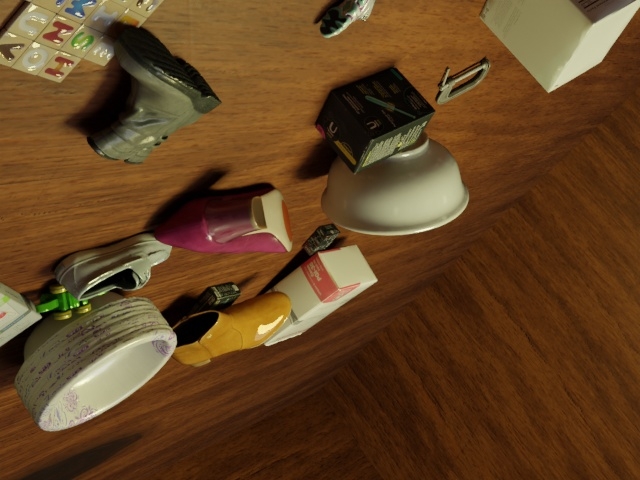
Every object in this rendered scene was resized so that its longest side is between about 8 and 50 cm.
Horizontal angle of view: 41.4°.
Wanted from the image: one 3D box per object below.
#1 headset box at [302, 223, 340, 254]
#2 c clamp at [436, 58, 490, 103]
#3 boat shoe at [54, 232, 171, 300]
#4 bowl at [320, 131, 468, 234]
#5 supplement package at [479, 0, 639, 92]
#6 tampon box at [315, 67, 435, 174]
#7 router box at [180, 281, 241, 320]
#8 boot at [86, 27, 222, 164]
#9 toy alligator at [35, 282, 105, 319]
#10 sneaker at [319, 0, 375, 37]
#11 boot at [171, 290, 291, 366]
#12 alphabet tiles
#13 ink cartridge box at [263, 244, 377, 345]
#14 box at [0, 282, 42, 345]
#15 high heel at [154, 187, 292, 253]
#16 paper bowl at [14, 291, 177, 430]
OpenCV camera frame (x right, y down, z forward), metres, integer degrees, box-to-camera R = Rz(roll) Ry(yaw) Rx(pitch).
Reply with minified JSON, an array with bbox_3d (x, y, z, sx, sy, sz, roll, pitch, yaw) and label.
[{"bbox_3d":[0.000,0.000,2.061,0.083,0.032,0.062,-47,161,32],"label":"headset box"},{"bbox_3d":[0.305,-0.341,1.794,0.160,0.022,0.137,-29,161,-28],"label":"c clamp"},{"bbox_3d":[-0.329,0.051,1.409,0.227,0.081,0.079,-18,155,-49],"label":"boat shoe"},{"bbox_3d":[0.142,-0.139,1.652,0.297,0.298,0.134,-27,127,-33],"label":"bowl"},{"bbox_3d":[0.428,-0.420,1.511,0.149,0.203,0.194,-31,163,-22],"label":"supplement package"},{"bbox_3d":[0.097,-0.216,1.514,0.161,0.120,0.101,-27,160,-33],"label":"tampon box"},{"bbox_3d":[-0.250,0.150,1.930,0.122,0.038,0.092,-46,162,25],"label":"router box"},{"bbox_3d":[-0.226,-0.159,1.048,0.161,0.083,0.246,-38,169,6],"label":"boot"},{"bbox_3d":[-0.404,0.088,1.419,0.051,0.056,0.189,3,-165,38],"label":"toy alligator"},{"bbox_3d":[0.047,-0.330,1.242,0.098,0.038,0.069,-42,163,16],"label":"sneaker"},{"bbox_3d":[-0.199,0.185,1.876,0.295,0.104,0.211,-31,162,-7],"label":"boot"},{"bbox_3d":[-0.237,-0.261,0.881,0.237,0.009,0.198,-43,164,15],"label":"alphabet tiles"},{"bbox_3d":[-0.026,0.140,2.184,0.283,0.117,0.207,-37,166,28],"label":"ink cartridge box"},{"bbox_3d":[-0.524,0.125,1.281,0.145,0.038,0.186,-36,163,-8],"label":"box"},{"bbox_3d":[-0.165,-0.030,1.577,0.181,0.127,0.377,-11,172,10],"label":"high heel"},{"bbox_3d":[-0.414,0.202,1.526,0.284,0.148,0.284,-34,163,-12],"label":"paper bowl"}]
